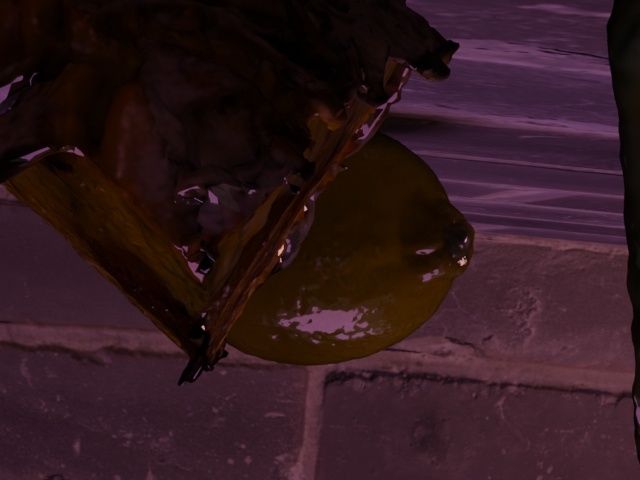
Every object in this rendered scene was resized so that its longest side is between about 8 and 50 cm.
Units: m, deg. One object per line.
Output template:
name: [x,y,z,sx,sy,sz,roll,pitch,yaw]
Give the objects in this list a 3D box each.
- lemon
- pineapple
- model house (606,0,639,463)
lemon: [0.000,0.000,1.045,0.248,0.184,0.184,-2,175,28]
pineapple: [-0.050,-0.061,0.490,0.161,0.158,0.334,44,177,6]
model house: [0.200,-0.043,0.449,0.194,0.170,0.211,-3,-156,21]
